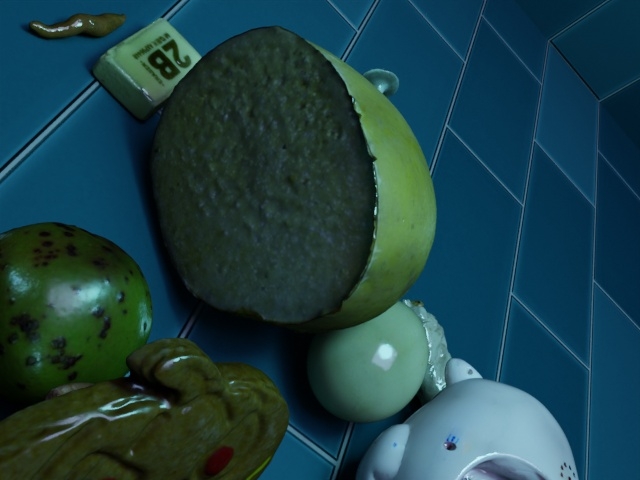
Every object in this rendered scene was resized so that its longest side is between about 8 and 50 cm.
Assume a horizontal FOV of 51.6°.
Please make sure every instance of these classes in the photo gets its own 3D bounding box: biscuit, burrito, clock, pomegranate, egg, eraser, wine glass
[{"bbox_3d":[-0.191,0.246,0.693,0.394,0.350,0.070,-7,43,-42],"label":"biscuit"},{"bbox_3d":[0.230,0.299,1.248,0.117,0.076,0.392,4,66,-49],"label":"burrito"},{"bbox_3d":[0.247,0.390,1.018,0.368,0.250,0.376,37,56,-4],"label":"clock"},{"bbox_3d":[-0.288,0.119,0.738,0.231,0.231,0.285,-2,68,-44],"label":"pomegranate"},{"bbox_3d":[0.083,0.187,1.085,0.188,0.189,0.254,58,34,-1],"label":"egg"},{"bbox_3d":[-0.282,-0.289,1.111,0.117,0.058,0.172,47,43,-12],"label":"eraser"},{"bbox_3d":[0.143,-0.269,1.366,0.096,0.264,0.309,7,58,-9],"label":"wine glass"}]

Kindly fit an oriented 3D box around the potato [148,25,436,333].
[{"bbox_3d":[-0.012,-0.069,1.020,0.319,0.385,0.442,6,53,-53],"label":"potato"}]

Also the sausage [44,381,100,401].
[{"bbox_3d":[-0.209,0.176,0.698,0.177,0.040,0.047,28,86,-55],"label":"sausage"}]

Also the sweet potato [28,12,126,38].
[{"bbox_3d":[-0.380,-0.346,1.064,0.179,0.044,0.044,-32,91,-48],"label":"sweet potato"}]
